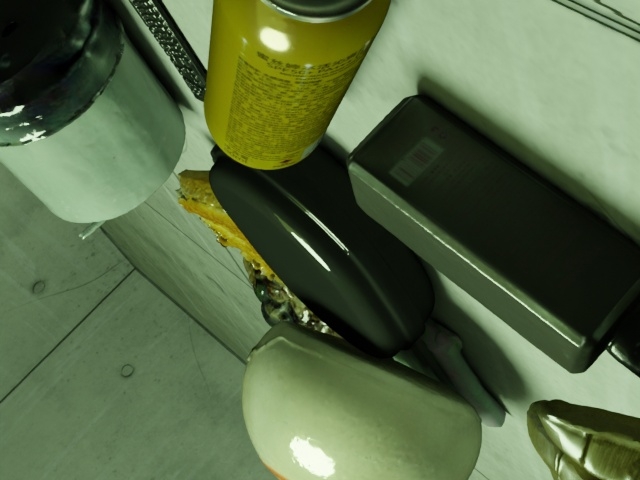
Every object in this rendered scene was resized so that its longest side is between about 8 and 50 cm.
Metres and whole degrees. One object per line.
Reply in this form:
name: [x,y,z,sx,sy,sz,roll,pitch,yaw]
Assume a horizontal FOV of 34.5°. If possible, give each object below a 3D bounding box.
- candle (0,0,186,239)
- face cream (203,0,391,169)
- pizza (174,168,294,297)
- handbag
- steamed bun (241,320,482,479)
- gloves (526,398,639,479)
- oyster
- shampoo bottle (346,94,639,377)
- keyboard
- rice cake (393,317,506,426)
candle: [-0.291,-0.154,1.230,0.221,0.221,0.342,35,169,36]
face cream: [-0.021,-0.135,0.677,0.105,0.105,0.348,44,168,1]
pizza: [-0.057,0.008,1.358,0.189,0.071,0.297,15,155,42]
handbag: [0.001,-0.001,1.088,0.254,0.093,0.308,34,165,45]
steamed bun: [0.035,0.216,1.163,0.283,0.177,0.283,23,179,0]
gloves: [0.271,0.191,0.628,0.331,0.141,0.154,28,127,-7]
oyster: [-0.002,0.140,1.586,0.361,0.096,0.221,41,175,23]
shampoo bottle: [0.132,0.003,0.706,0.246,0.080,0.079,39,169,21]
keyboard: [-0.158,-0.210,1.079,0.061,0.013,0.204,34,165,40]
rice cake: [0.130,0.138,1.266,0.189,0.037,0.198,32,162,41]
